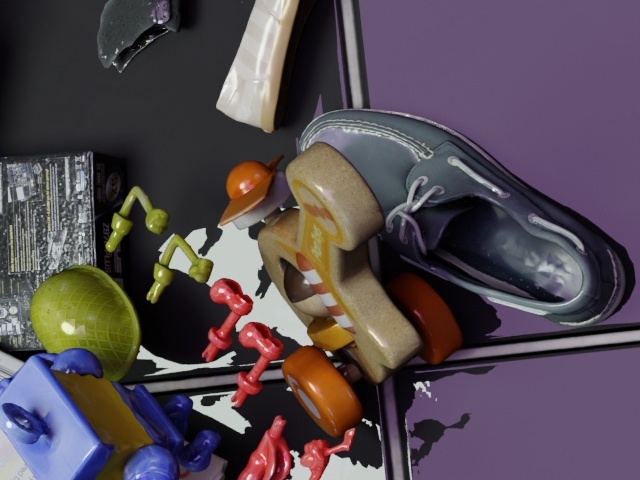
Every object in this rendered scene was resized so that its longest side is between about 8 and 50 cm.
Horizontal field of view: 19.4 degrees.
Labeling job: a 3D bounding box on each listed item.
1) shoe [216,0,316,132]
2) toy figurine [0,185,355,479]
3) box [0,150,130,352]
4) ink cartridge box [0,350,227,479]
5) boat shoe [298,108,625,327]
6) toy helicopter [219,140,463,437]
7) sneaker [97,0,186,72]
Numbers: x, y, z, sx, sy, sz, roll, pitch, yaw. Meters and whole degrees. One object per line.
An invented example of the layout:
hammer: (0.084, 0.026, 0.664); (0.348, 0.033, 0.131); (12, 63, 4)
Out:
shoe: (-0.041, -0.208, 1.670); (0.058, 0.076, 0.219); (16, 95, 12)
toy figurine: (-0.174, 0.111, 1.489); (0.362, 0.217, 0.191); (50, 117, 31)
box: (-0.258, 0.013, 1.728); (0.147, 0.077, 0.180); (-5, 86, 18)
ink cartridge box: (-0.270, 0.235, 1.624); (0.306, 0.226, 0.131); (26, 137, 10)
boat shoe: (0.111, -0.026, 1.603); (0.319, 0.099, 0.116); (30, 99, 17)
toy helicopter: (0.000, 0.000, 1.513); (0.140, 0.355, 0.235); (-35, 74, -13)
sneaker: (-0.139, -0.229, 1.717); (0.170, 0.051, 0.089); (-25, 81, 20)
